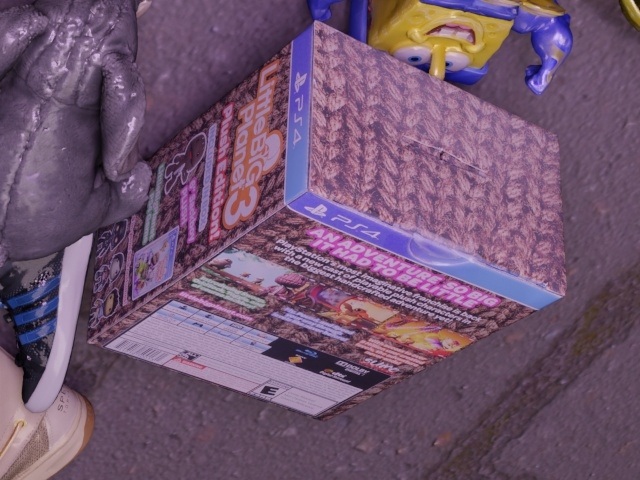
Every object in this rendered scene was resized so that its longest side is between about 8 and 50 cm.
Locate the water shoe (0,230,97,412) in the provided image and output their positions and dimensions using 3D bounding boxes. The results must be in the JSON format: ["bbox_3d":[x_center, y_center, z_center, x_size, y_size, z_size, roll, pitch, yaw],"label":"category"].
[{"bbox_3d":[-0.230,0.039,1.338,0.080,0.073,0.203,11,108,-10],"label":"water shoe"}]

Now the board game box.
[{"bbox_3d":[0.000,0.000,1.261,0.232,0.141,0.291,22,144,-31],"label":"board game box"}]

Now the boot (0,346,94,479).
[{"bbox_3d":[-0.347,0.173,1.402,0.262,0.095,0.203,-36,131,7],"label":"boot"}]

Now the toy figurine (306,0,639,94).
[{"bbox_3d":[0.120,-0.198,1.233,0.362,0.191,0.217,7,156,-21],"label":"toy figurine"}]

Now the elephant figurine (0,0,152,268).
[{"bbox_3d":[-0.181,-0.112,1.153,0.169,0.186,0.239,-7,144,-32],"label":"elephant figurine"}]
